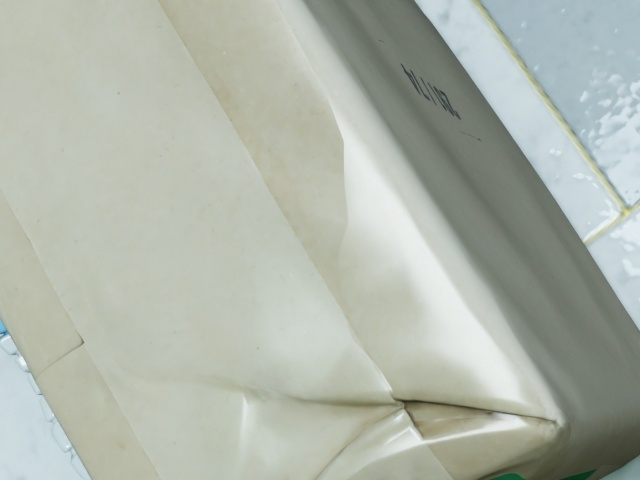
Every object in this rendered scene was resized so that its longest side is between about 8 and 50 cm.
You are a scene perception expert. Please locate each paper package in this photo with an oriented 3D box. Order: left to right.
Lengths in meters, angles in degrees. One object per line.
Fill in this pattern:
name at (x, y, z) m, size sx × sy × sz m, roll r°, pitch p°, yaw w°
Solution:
paper package at (0.000, 0.000, 0.729) m, size 0.168 × 0.325 × 0.309 m, roll -37°, pitch 75°, yaw 13°

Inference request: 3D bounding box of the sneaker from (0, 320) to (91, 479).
sneaker at (-0.138, 0.047, 0.916) m, size 0.083 × 0.071 × 0.190 m, roll -37°, pitch 82°, yaw 6°
